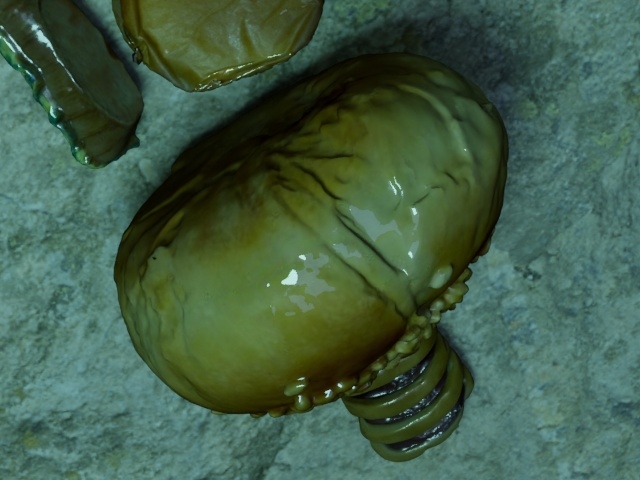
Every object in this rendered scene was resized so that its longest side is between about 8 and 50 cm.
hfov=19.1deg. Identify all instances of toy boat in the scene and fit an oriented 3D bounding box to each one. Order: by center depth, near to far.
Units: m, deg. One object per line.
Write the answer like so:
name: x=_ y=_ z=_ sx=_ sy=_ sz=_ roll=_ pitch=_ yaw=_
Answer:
toy boat: x=-0.269 y=-0.189 z=1.775 sx=0.099 sy=0.108 sz=0.293 roll=-26 pitch=117 yaw=38

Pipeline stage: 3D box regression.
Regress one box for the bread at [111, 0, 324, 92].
bread: x=-0.100 y=-0.244 z=1.779 sx=0.199 sy=0.104 sz=0.199 roll=-5 pitch=121 yaw=-8

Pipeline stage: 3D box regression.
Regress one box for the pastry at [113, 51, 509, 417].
pastry: x=0.000 y=0.000 z=1.773 sx=0.409 sy=0.409 sz=0.245 roll=-35 pitch=107 yaw=6

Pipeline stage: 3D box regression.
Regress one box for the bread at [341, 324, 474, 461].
bread: x=0.074 y=0.131 z=2.007 sx=0.134 sy=0.081 sz=0.225 roll=-32 pitch=117 yaw=3
